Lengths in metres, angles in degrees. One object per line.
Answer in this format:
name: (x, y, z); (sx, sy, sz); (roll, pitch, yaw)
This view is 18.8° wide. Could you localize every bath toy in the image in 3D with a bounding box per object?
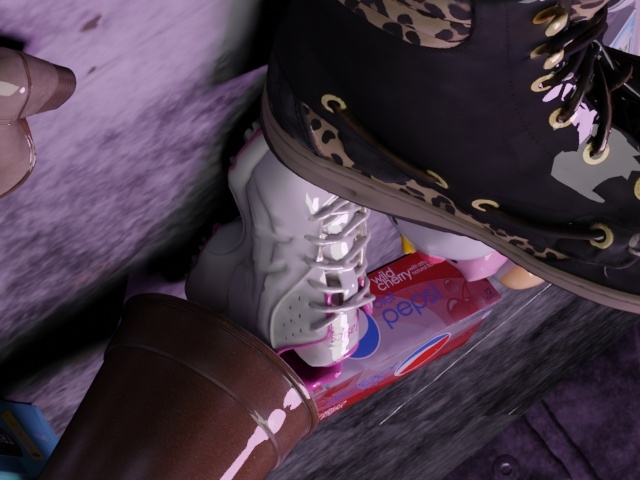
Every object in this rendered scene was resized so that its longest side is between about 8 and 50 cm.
bath toy: (0.141, -0.032, 1.587); (0.348, 0.129, 0.151); (-3, 99, -66)

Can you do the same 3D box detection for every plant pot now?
plant pot: (-0.114, 0.151, 1.373); (0.165, 0.167, 0.167); (-55, 175, -27)

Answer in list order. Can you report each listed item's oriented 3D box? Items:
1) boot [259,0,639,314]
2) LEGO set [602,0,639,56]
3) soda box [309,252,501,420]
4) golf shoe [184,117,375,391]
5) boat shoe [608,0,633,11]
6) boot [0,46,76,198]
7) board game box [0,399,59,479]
boot: (0.142, -0.091, 1.045); (0.284, 0.377, 0.138); (86, 25, -66)
LEGO set: (0.243, -0.079, 1.537); (0.182, 0.060, 0.244); (-52, 155, -32)
soda box: (0.038, 0.091, 1.783); (0.263, 0.083, 0.092); (-24, 160, -36)
golf shoe: (0.000, 0.000, 1.327); (0.115, 0.140, 0.306); (-27, 161, -26)
boat shoe: (0.210, -0.211, 1.339); (0.040, 0.049, 0.142); (-20, 152, -30)
boot: (-0.178, -0.056, 0.966); (0.087, 0.042, 0.118); (-8, 148, -48)
board game box: (-0.333, 0.205, 1.321); (0.254, 0.079, 0.336); (-37, 165, 5)
